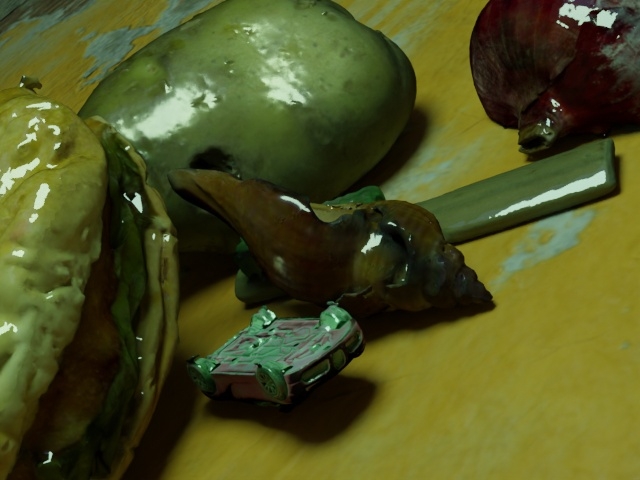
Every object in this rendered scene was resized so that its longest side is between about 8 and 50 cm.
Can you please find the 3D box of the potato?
[{"bbox_3d":[-0.071,-0.086,1.111,0.296,0.141,0.192,-27,61,-16],"label":"potato"}]

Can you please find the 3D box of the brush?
[{"bbox_3d":[0.064,-0.019,0.994,0.282,0.048,0.054,-17,33,21],"label":"brush"}]

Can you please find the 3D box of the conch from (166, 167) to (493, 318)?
[{"bbox_3d":[0.000,0.005,0.940,0.232,0.080,0.086,10,-4,10],"label":"conch"}]

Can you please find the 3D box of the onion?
[{"bbox_3d":[0.173,-0.140,1.027,0.206,0.098,0.151,7,44,49],"label":"onion"}]

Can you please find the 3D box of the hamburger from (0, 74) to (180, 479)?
[{"bbox_3d":[-0.194,0.084,0.916,0.209,0.162,0.330,33,90,48],"label":"hamburger"}]

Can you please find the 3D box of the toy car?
[{"bbox_3d":[-0.025,0.078,0.906,0.069,0.055,0.142,-37,17,-30],"label":"toy car"}]
